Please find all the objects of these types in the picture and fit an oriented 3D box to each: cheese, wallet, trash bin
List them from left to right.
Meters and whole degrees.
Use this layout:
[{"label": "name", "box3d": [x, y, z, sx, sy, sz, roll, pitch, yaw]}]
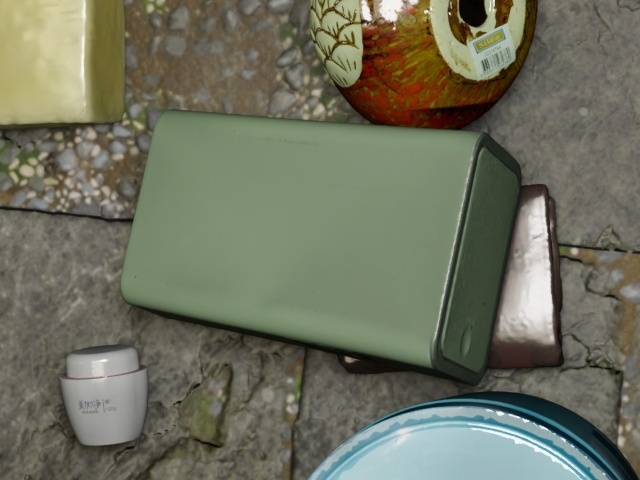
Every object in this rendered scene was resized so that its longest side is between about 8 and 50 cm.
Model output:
[{"label": "cheese", "box3d": [-0.343, -0.235, 1.912, 0.265, 0.124, 0.243, -1, 91, 11]}, {"label": "trash bin", "box3d": [0.000, 0.000, 1.791, 0.343, 0.158, 0.223, 8, 81, 25]}, {"label": "wallet", "box3d": [0.126, 0.042, 1.849, 0.229, 0.049, 0.182, -4, 84, 13]}]

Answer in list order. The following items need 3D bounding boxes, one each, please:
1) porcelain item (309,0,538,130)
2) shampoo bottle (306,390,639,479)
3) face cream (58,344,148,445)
[{"label": "porcelain item", "box3d": [0.080, -0.225, 1.803, 0.253, 0.253, 0.253, 0, 88, 11]}, {"label": "shampoo bottle", "box3d": [0.144, 0.305, 1.687, 0.331, 0.342, 0.331, 0, 88, 10]}, {"label": "face cream", "box3d": [-0.220, 0.157, 1.890, 0.091, 0.091, 0.095, -4, 94, 11]}]
